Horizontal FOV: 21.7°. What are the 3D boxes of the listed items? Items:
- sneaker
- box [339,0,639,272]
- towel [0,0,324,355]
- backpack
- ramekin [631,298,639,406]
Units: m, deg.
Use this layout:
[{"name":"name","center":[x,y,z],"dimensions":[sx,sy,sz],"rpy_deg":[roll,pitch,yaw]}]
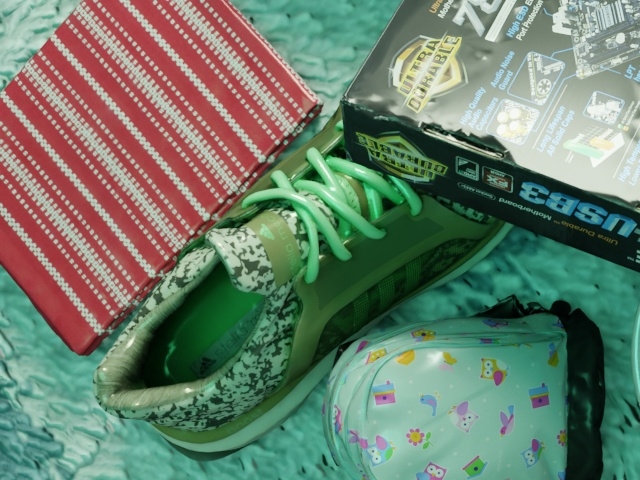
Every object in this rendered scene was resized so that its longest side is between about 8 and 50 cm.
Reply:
[{"name":"sneaker","center":[0.000,0.000,1.115],"dimensions":[0.158,0.182,0.410],"rpy_deg":[44,103,13]},{"name":"box","center":[0.206,-0.125,1.023],"dimensions":[0.293,0.073,0.295],"rpy_deg":[21,61,18]},{"name":"towel","center":[-0.150,-0.070,1.245],"dimensions":[0.275,0.031,0.199],"rpy_deg":[-45,76,12]},{"name":"backpack","center":[0.093,0.110,1.097],"dimensions":[0.182,0.115,0.152],"rpy_deg":[1,87,-10]},{"name":"ramekin","center":[0.305,0.069,1.053],"dimensions":[0.207,0.109,0.207],"rpy_deg":[0,91,18]}]
